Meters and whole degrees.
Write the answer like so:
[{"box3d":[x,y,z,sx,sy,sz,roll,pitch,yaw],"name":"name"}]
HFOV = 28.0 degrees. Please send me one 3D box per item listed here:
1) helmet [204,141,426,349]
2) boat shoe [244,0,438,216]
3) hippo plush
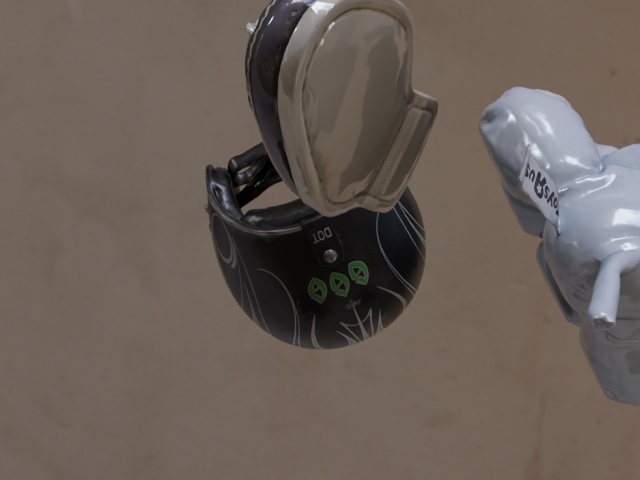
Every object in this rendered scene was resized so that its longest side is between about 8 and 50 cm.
[{"box3d":[0.000,0.000,0.951,0.169,0.161,0.169,-12,44,12],"name":"helmet"},{"box3d":[-0.004,-0.053,0.480,0.065,0.075,0.206,26,0,13],"name":"boat shoe"},{"box3d":[0.261,-0.044,0.902,0.237,0.234,0.294,-25,-25,6],"name":"hippo plush"}]
